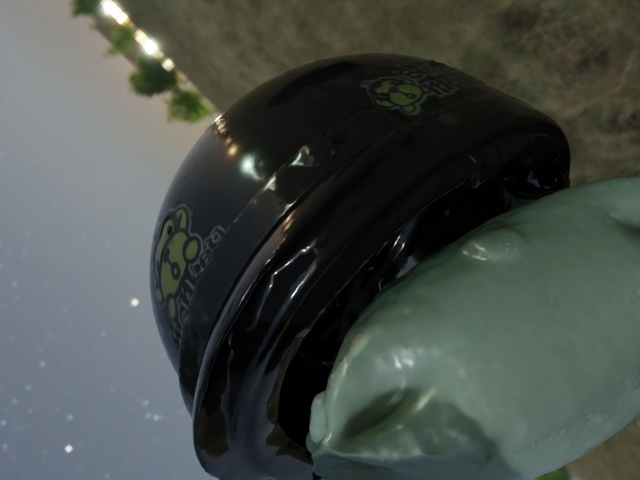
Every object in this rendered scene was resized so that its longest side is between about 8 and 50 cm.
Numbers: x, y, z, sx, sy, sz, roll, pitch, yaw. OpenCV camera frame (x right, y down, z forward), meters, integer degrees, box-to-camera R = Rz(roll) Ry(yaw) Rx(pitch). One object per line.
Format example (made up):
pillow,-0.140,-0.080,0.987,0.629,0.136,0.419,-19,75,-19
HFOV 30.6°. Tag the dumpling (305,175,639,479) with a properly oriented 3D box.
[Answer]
dumpling,0.077,0.045,0.514,0.105,0.216,0.149,56,169,-8

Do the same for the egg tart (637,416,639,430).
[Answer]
egg tart,0.402,0.068,0.810,0.388,0.388,0.169,46,-165,13

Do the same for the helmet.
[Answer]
helmet,0.000,0.000,0.624,0.279,0.230,0.160,-10,-137,-48
